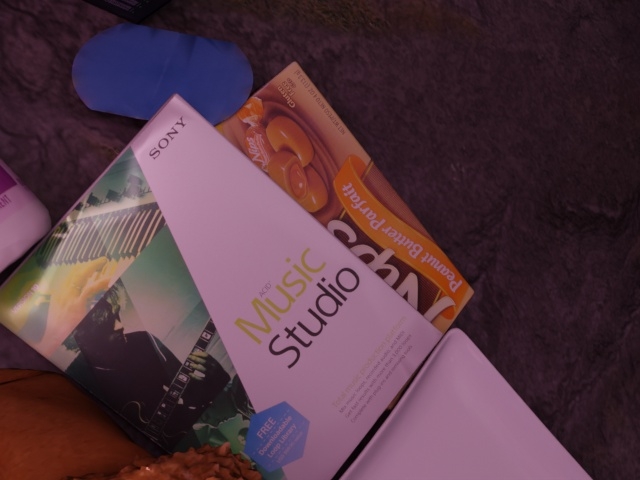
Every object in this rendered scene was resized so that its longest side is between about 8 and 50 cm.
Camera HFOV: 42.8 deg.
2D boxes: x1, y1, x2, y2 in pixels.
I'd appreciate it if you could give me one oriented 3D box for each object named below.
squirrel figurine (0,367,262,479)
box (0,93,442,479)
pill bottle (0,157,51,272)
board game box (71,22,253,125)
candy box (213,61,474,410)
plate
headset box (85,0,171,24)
[{"bbox_3d":[-0.219,0.227,0.389,0.370,0.397,0.281,-10,87,-53],"label":"squirrel figurine"},{"bbox_3d":[-0.081,0.067,0.703,0.322,0.058,0.232,41,80,-12],"label":"box"},{"bbox_3d":[-0.345,-0.069,0.551,0.301,0.169,0.169,49,53,-13],"label":"pill bottle"},{"bbox_3d":[-0.150,-0.148,0.784,0.168,0.033,0.133,10,50,-1],"label":"board game box"},{"bbox_3d":[0.000,0.000,0.832,0.316,0.087,0.183,52,54,-11],"label":"candy box"},{"bbox_3d":[0.132,0.269,0.744,0.278,0.045,0.277,48,56,-7],"label":"plate"},{"bbox_3d":[-0.205,-0.310,0.674,0.246,0.283,0.131,19,80,-29],"label":"headset box"}]
